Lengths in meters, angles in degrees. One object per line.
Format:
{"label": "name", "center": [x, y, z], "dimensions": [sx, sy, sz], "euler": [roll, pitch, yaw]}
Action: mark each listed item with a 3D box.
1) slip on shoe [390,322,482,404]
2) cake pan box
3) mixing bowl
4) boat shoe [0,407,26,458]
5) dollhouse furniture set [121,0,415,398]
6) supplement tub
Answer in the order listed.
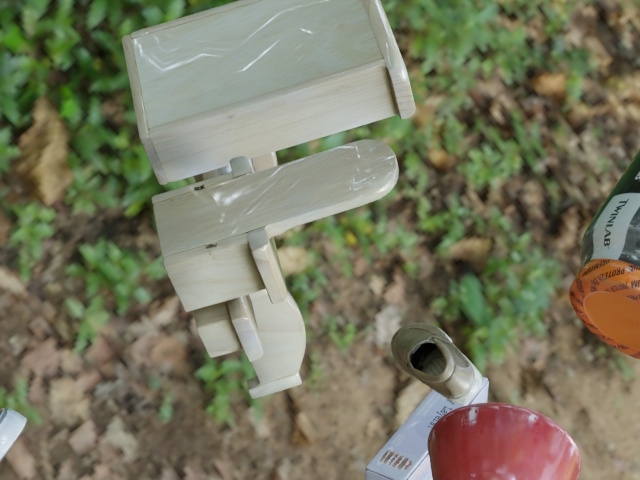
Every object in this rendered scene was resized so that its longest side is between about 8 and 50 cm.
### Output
{"label": "slip on shoe", "center": [0.096, 0.105, 1.400], "dimensions": [0.041, 0.051, 0.135], "euler": [35, 5, -31]}
{"label": "cake pan box", "center": [0.155, 0.346, 2.206], "dimensions": [0.070, 0.245, 0.267], "euler": [21, 42, 25]}
{"label": "mixing bowl", "center": [0.205, 0.284, 1.781], "dimensions": [0.181, 0.181, 0.098], "euler": [43, 39, -21]}
{"label": "boat shoe", "center": [-0.292, 0.167, 1.194], "dimensions": [0.076, 0.080, 0.228], "euler": [37, 12, -4]}
{"label": "dollhouse furniture set", "center": [0.000, 0.000, 1.108], "dimensions": [0.355, 0.174, 0.303], "euler": [71, 3, -47]}
{"label": "supplement tub", "center": [0.463, -0.024, 1.931], "dimensions": [0.207, 0.207, 0.338], "euler": [46, 64, -16]}
